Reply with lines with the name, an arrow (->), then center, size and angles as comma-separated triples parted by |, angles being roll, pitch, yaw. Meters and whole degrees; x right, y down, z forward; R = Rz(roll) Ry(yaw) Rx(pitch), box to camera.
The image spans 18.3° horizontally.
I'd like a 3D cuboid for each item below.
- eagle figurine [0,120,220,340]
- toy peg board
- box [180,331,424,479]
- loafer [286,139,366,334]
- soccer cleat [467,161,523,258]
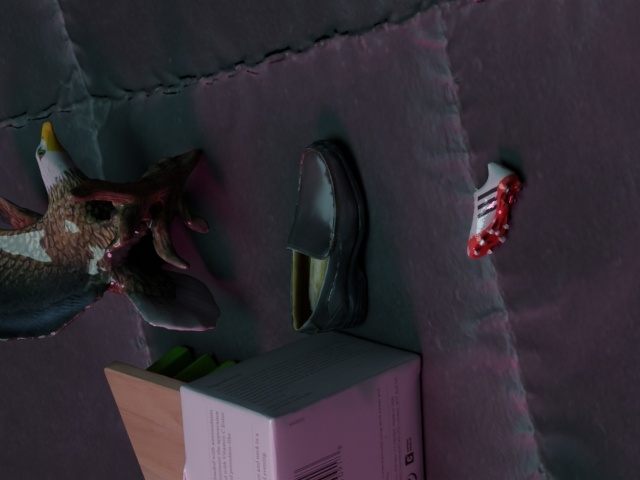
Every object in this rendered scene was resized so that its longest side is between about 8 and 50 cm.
eagle figurine -> -0.245, 0.001, 1.862 | 0.298, 0.226, 0.225 | -27, 46, 34
toy peg board -> -0.106, 0.182, 1.886 | 0.161, 0.079, 0.160 | 13, 129, 46
box -> -0.012, 0.191, 1.683 | 0.119, 0.182, 0.181 | 15, 115, 43
loafer -> 0.000, 0.000, 1.689 | 0.062, 0.061, 0.170 | 8, 110, 48
soccer cleat -> 0.132, -0.024, 1.558 | 0.035, 0.029, 0.083 | 49, 133, 37
